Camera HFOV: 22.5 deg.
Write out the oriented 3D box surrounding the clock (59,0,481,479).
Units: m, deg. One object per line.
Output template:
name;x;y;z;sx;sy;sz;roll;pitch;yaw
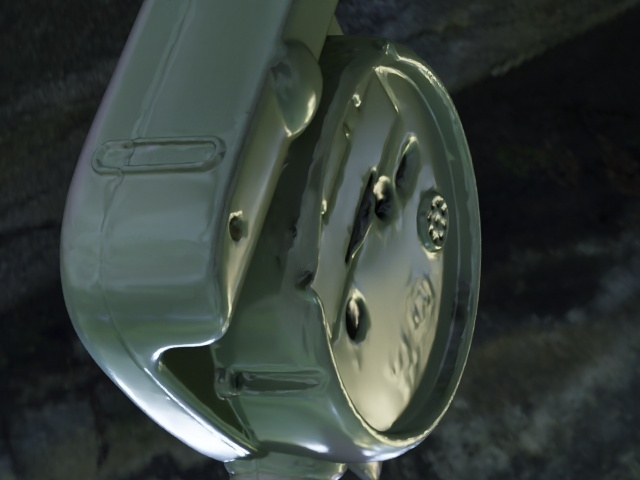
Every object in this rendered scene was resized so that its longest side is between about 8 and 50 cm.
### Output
clock;0.000;0.000;0.875;0.108;0.265;0.324;-1;-34;27
